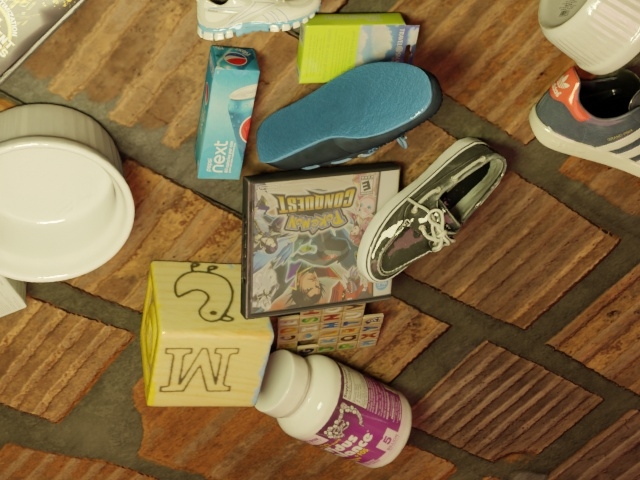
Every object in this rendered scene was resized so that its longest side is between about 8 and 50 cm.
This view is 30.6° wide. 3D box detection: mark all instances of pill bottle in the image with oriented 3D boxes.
[{"bbox_3d":[0.020,0.321,2.267,0.301,0.169,0.169,28,120,-32],"label":"pill bottle"}]

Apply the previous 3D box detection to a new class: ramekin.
[{"bbox_3d":[0.417,-0.362,1.739,0.109,0.207,0.207,25,122,-20],"label":"ramekin"},{"bbox_3d":[-0.433,-0.080,1.825,0.277,0.135,0.277,-7,133,-7],"label":"ramekin"}]

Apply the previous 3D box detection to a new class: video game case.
[{"bbox_3d":[0.000,0.000,1.975,0.274,0.035,0.248,-7,114,-22],"label":"video game case"}]

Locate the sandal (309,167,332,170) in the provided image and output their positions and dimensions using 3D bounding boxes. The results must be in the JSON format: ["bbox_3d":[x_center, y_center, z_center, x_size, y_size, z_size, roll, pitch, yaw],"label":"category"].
[{"bbox_3d":[-0.038,-0.079,1.978,0.180,0.049,0.072,-4,132,-10],"label":"sandal"}]

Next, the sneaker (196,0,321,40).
[{"bbox_3d":[-0.093,-0.350,1.714,0.190,0.071,0.083,-12,127,-3],"label":"sneaker"}]

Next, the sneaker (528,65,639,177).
[{"bbox_3d":[0.530,-0.200,1.952,0.349,0.131,0.148,9,133,-21],"label":"sneaker"}]

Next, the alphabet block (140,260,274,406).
[{"bbox_3d":[-0.206,0.166,2.063,0.197,0.192,0.193,2,129,-17],"label":"alphabet block"}]

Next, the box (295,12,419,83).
[{"bbox_3d":[0.056,-0.297,1.811,0.178,0.042,0.109,-3,133,-12],"label":"box"}]

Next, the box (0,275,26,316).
[{"bbox_3d":[-0.548,0.062,1.944,0.087,0.101,0.102,-20,132,5],"label":"box"}]

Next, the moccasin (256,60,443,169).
[{"bbox_3d":[0.053,-0.193,1.826,0.342,0.138,0.116,-10,163,38],"label":"moccasin"}]

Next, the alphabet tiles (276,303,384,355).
[{"bbox_3d":[0.017,0.163,2.172,0.198,0.009,0.237,-6,155,-6],"label":"alphabet tiles"}]

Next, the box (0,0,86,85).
[{"bbox_3d":[-0.450,-0.423,1.448,0.318,0.097,0.395,-41,111,9],"label":"box"}]

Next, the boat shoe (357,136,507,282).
[{"bbox_3d":[0.192,-0.038,1.965,0.306,0.105,0.113,-42,124,-4],"label":"boat shoe"}]

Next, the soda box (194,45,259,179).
[{"bbox_3d":[-0.149,-0.197,1.834,0.071,0.067,0.210,2,131,-15],"label":"soda box"}]
